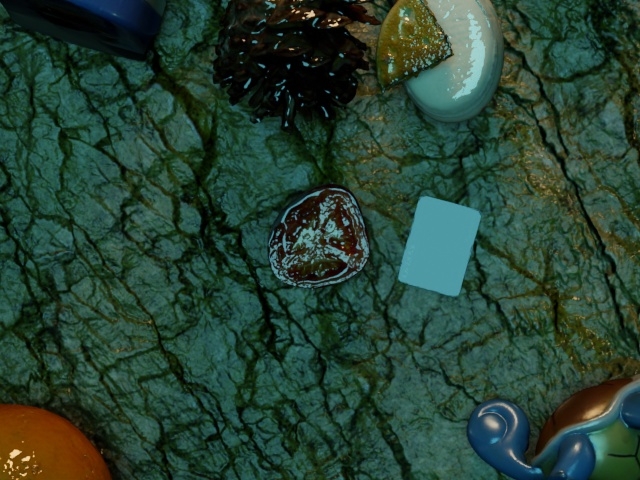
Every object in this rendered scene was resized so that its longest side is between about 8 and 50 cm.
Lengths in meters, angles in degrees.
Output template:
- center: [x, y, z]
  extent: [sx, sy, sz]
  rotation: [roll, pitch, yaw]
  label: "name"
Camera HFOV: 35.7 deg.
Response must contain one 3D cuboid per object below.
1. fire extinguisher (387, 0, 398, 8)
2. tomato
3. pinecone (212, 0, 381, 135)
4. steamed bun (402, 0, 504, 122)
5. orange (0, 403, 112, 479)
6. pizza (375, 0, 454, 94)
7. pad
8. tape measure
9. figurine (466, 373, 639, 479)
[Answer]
- center: [0.214, -0.484, 1.662]
  extent: [0.252, 0.075, 0.106]
  rotation: [-29, 87, 7]
  label: "fire extinguisher"
- center: [-0.008, -0.004, 1.687]
  extent: [0.174, 0.082, 0.166]
  rotation: [-18, 92, 2]
  label: "tomato"
- center: [-0.039, -0.320, 1.603]
  extent: [0.242, 0.298, 0.295]
  rotation: [7, 102, -33]
  label: "pinecone"
- center: [0.215, -0.307, 1.635]
  extent: [0.177, 0.131, 0.228]
  rotation: [-10, 90, 18]
  label: "steamed bun"
- center: [-0.536, 0.483, 1.630]
  extent: [0.424, 0.326, 0.423]
  rotation: [0, 89, 5]
  label: "orange"
- center: [0.151, -0.312, 1.567]
  extent: [0.131, 0.041, 0.178]
  rotation: [7, 94, 22]
  label: "pizza"
- center: [0.203, 0.010, 1.702]
  extent: [0.112, 0.003, 0.157]
  rotation: [15, 92, 7]
  label: "pad"
- center: [-0.406, -0.427, 1.655]
  extent: [0.259, 0.262, 0.138]
  rotation: [16, 82, 6]
  label: "tape measure"
- center: [0.452, 0.334, 1.584]
  extent: [0.417, 0.243, 0.297]
  rotation: [-14, 132, 9]
  label: "figurine"
